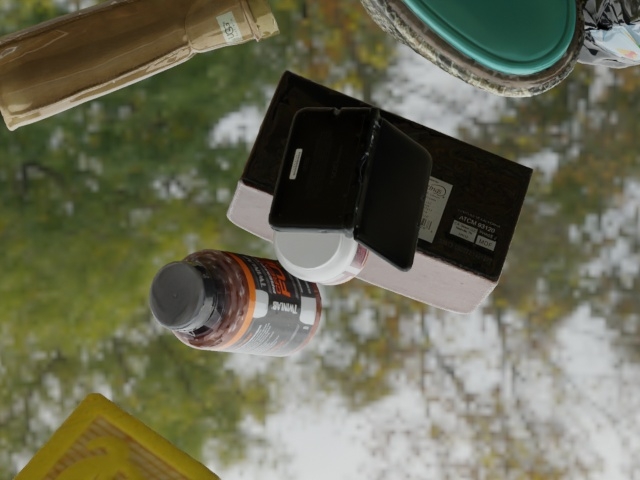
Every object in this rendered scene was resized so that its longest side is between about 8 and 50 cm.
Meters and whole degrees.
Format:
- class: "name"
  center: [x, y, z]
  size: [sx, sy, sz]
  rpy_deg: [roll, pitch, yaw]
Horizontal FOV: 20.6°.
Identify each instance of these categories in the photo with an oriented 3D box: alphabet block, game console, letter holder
- class: "alphabet block"
  center: [-0.197, 0.307, 1.784]
  size: [0.193, 0.197, 0.192]
  rpy_deg: [28, -111, 29]
- class: "game console"
  center: [0.025, -0.041, 1.435]
  size: [0.107, 0.071, 0.122]
  rpy_deg: [1, -124, 17]
- class: "letter holder"
  center: [0.055, -0.032, 2.006]
  size: [0.302, 0.152, 0.214]
  rpy_deg: [22, 155, -3]

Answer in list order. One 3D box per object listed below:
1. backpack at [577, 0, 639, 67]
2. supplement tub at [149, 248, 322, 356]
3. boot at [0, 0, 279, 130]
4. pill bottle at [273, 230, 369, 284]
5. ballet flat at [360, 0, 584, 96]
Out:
- class: "backpack"
  center: [0.341, -0.268, 1.335]
  size: [0.273, 0.290, 0.355]
  rpy_deg: [14, 177, -6]
- class: "supplement tub"
  center: [-0.090, 0.065, 1.821]
  size: [0.106, 0.106, 0.198]
  rpy_deg: [11, 180, 33]
- class: "boot"
  center: [-0.189, -0.221, 1.709]
  size: [0.270, 0.089, 0.236]
  rpy_deg: [-20, -152, 1]
- class: "pill bottle"
  center: [0.000, 0.000, 1.761]
  size: [0.086, 0.086, 0.152]
  rpy_deg: [2, 177, 9]
- class: "ballet flat"
  center: [0.032, -0.297, 1.388]
  size: [0.164, 0.483, 0.182]
  rpy_deg: [-33, 172, -18]
